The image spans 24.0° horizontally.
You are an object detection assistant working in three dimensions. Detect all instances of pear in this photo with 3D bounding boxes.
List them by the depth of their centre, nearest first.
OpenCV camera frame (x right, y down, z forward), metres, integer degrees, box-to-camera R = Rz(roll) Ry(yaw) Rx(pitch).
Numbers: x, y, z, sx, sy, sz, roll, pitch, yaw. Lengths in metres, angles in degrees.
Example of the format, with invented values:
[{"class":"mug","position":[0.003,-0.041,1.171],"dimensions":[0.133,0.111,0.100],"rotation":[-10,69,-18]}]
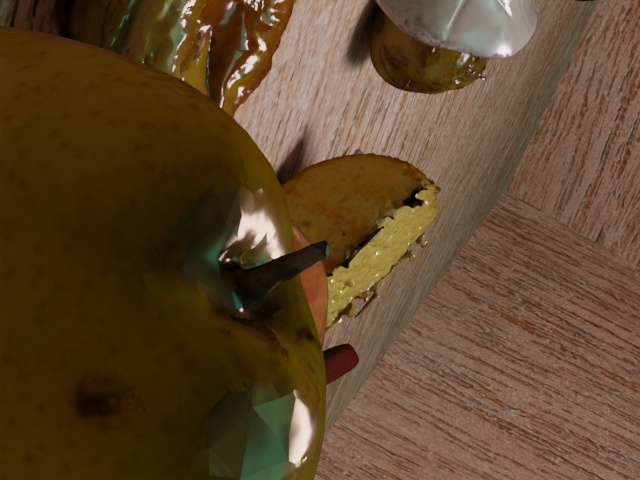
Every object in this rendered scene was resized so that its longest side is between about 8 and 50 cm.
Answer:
[{"class":"pear","position":[-0.129,0.055,0.606],"dimensions":[0.285,0.336,0.284],"rotation":[-32,129,-51]}]

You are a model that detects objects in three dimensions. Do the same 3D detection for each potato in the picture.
[{"class":"potato","position":[0.115,-0.217,1.587],"dimensions":[0.137,0.137,0.176],"rotation":[-59,-169,0]}]

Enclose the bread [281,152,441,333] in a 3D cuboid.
[{"class":"bread","position":[-0.003,0.004,1.595],"dimensions":[0.260,0.147,0.160],"rotation":[-43,159,-10]}]

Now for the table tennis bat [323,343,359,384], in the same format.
[{"class":"table tennis bat","position":[-0.103,0.190,1.567],"dimensions":[0.268,0.051,0.415],"rotation":[-26,178,23]}]

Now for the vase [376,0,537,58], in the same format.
[{"class":"vase","position":[0.174,-0.359,1.189],"dimensions":[0.250,0.250,0.445],"rotation":[-48,170,-48]}]

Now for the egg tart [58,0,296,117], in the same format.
[{"class":"egg tart","position":[-0.079,-0.145,0.892],"dimensions":[0.241,0.106,0.241],"rotation":[-59,170,-18]}]

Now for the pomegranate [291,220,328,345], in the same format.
[{"class":"pomegranate","position":[-0.078,0.056,1.263],"dimensions":[0.191,0.191,0.191],"rotation":[-56,170,-16]}]

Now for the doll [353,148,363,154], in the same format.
[{"class":"doll","position":[0.028,-0.075,1.808],"dimensions":[0.057,0.039,0.114],"rotation":[-34,-174,16]}]
